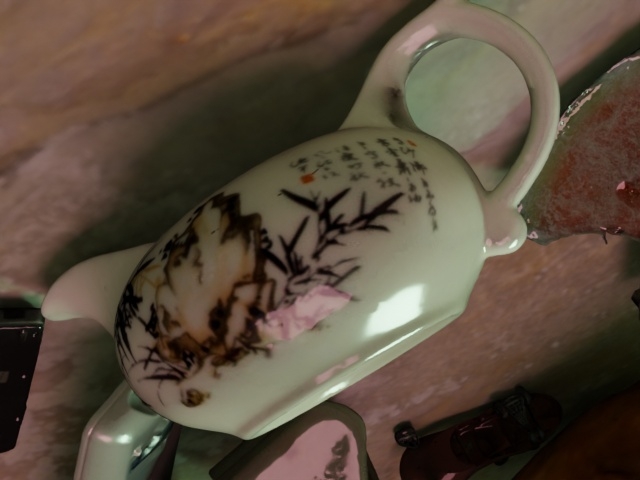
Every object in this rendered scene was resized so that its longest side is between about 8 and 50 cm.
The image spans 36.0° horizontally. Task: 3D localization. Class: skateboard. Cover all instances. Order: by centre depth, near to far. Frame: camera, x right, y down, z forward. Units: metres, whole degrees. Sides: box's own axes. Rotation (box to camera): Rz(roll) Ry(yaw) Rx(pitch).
[{"bbox_3d":[0.141,0.181,0.861,0.151,0.067,0.080,-21,151,-9],"label":"skateboard"}]

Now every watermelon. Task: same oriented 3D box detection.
[{"bbox_3d":[0.214,-0.044,0.589,0.187,0.139,0.071,-45,170,25],"label":"watermelon"}]

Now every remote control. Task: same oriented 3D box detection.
[{"bbox_3d":[-0.135,0.193,0.693,0.055,0.109,0.313,29,132,9],"label":"remote control"}]

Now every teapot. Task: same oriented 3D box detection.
[{"bbox_3d":[0.000,0.000,0.523,0.300,0.166,0.208,-43,156,9],"label":"teapot"}]

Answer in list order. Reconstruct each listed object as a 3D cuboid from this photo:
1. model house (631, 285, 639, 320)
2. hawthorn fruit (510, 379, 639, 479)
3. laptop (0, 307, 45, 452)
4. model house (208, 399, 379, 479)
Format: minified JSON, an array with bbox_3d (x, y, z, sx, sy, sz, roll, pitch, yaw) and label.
[{"bbox_3d":[0.393,0.058,0.637,0.244,0.326,0.169,-20,140,-13],"label":"model house"},{"bbox_3d":[0.356,0.305,0.836,0.472,0.472,0.472,-14,141,-12],"label":"hawthorn fruit"},{"bbox_3d":[-0.275,0.092,0.573,0.207,0.026,0.154,1,135,-28],"label":"laptop"},{"bbox_3d":[-0.036,0.206,0.728,0.229,0.122,0.188,-45,178,5],"label":"model house"}]
